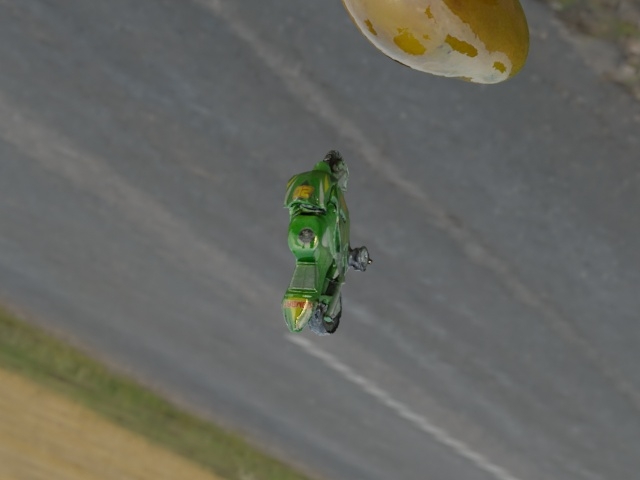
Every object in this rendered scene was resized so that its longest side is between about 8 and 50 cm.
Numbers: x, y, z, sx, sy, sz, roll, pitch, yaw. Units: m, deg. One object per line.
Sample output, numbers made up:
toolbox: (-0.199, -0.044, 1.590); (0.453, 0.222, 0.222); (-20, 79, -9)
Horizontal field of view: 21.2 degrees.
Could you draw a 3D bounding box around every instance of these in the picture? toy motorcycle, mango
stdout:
toy motorcycle: (0.000, 0.000, 1.719); (0.074, 0.190, 0.106); (2, 175, 23)
mango: (0.074, -0.158, 1.092); (0.089, 0.111, 0.163); (-19, 165, 31)
